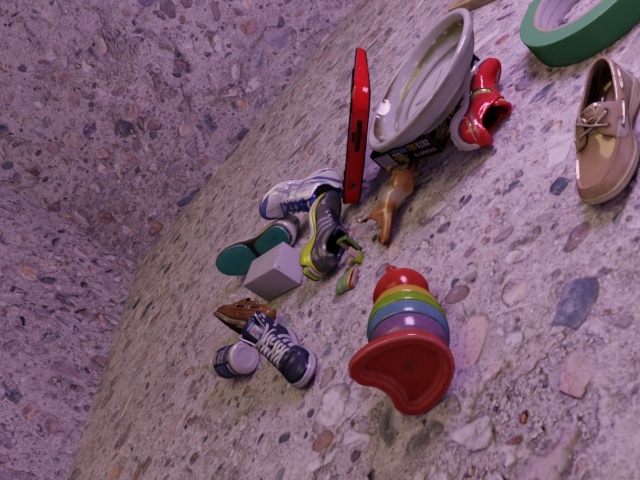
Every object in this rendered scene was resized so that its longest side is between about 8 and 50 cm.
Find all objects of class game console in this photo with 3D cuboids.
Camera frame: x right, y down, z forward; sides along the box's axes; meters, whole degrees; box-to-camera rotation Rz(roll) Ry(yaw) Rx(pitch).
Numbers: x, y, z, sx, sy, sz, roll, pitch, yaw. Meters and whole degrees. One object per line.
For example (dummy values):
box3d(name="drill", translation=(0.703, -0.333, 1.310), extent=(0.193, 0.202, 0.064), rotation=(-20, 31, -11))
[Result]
box3d(name="game console", translation=(0.100, -0.337, 1.772), extent=(0.342, 0.060, 0.386), rotation=(-89, 3, -52))

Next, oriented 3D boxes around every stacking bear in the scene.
box3d(name="stacking bear", translation=(0.161, 0.156, 1.141), extent=(0.164, 0.175, 0.289), rotation=(-46, 17, 24))

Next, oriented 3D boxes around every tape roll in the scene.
box3d(name="tape roll", translation=(0.605, -0.542, 1.330), extent=(0.321, 0.077, 0.321), rotation=(-43, 25, 26))

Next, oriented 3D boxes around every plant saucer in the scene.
box3d(name="plant saucer", translation=(0.271, -0.381, 1.490), extent=(0.400, 0.101, 0.400), rotation=(-53, 19, 26))

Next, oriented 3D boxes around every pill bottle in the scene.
box3d(name="pill bottle", translation=(-0.263, 0.357, 1.747), extent=(0.169, 0.094, 0.094), rotation=(-27, 35, 48))

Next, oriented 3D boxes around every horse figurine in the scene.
box3d(name="horse figurine", translation=(0.188, -0.116, 1.564), extent=(0.263, 0.066, 0.174), rotation=(-58, 17, -2))

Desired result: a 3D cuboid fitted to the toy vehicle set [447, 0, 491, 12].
box3d(name="toy vehicle set", translation=(0.537, -0.824, 1.895), extent=(0.166, 0.035, 0.267), rotation=(-59, 23, -10))

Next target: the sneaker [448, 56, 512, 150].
box3d(name="sneaker", translation=(0.407, -0.327, 1.426), extent=(0.118, 0.107, 0.279), rotation=(1, 60, 41))

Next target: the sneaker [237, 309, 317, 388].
box3d(name="sneaker", translation=(-0.117, 0.271, 1.507), extent=(0.099, 0.153, 0.282), rotation=(-55, 23, 0))

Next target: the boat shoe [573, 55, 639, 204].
box3d(name="boat shoe", translation=(0.492, -0.198, 1.044), extent=(0.109, 0.098, 0.302), rotation=(-19, 42, 54))

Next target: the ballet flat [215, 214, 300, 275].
box3d(name="ballet flat", translation=(-0.212, 0.017, 2.104), extent=(0.400, 0.139, 0.139), rotation=(-29, 34, 39))

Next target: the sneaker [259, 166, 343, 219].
box3d(name="sneaker", translation=(-0.062, -0.140, 1.923), extent=(0.297, 0.112, 0.131), rotation=(-27, 34, 3))

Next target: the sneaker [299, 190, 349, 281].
box3d(name="sneaker", translation=(0.033, -0.026, 1.711), extent=(0.121, 0.111, 0.299), rotation=(-24, 44, 39))

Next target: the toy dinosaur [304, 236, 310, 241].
box3d(name="toy dinosaur", translation=(0.000, 0.000, 1.825), extent=(0.047, 0.090, 0.082), rotation=(60, 145, 23))

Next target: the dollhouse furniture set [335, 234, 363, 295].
box3d(name="dollhouse furniture set", translation=(0.063, 0.062, 1.567), extent=(0.076, 0.059, 0.151), rotation=(-30, 33, 45))

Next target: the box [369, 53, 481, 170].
box3d(name="box", translation=(0.298, -0.368, 1.682), extent=(0.257, 0.079, 0.322), rotation=(-14, 46, 59))

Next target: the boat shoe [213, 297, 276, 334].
box3d(name="boat shoe", translation=(-0.228, 0.237, 1.848), extent=(0.307, 0.111, 0.104), rotation=(7, 60, 54))

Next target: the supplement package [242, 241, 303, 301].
box3d(name="supplement package", translation=(-0.141, 0.100, 1.849), extent=(0.179, 0.105, 0.105), rotation=(-30, 32, 45))
